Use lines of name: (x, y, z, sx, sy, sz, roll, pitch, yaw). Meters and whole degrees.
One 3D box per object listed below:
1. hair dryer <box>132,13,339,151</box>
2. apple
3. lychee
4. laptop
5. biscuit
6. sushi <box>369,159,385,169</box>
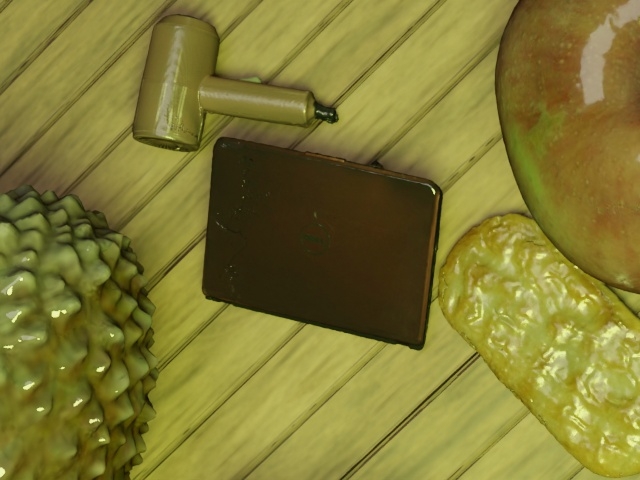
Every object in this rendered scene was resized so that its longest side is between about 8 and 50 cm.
hair dryer: (-0.070, -0.129, 1.482, 0.182, 0.064, 0.117, 10, 83, 13)
apple: (0.266, -0.110, 1.259, 0.306, 0.235, 0.305, -3, 79, 18)
lychee: (-0.317, 0.141, 1.356, 0.432, 0.380, 0.380, -39, 70, -9)
laptop: (0.000, 0.000, 1.419, 0.207, 0.026, 0.154, 12, 109, 21)
biscuit: (0.195, 0.083, 1.363, 0.118, 0.029, 0.247, -46, 70, 8)
sushi: (0.034, -0.026, 1.439, 0.083, 0.044, 0.046, -43, 88, 16)
